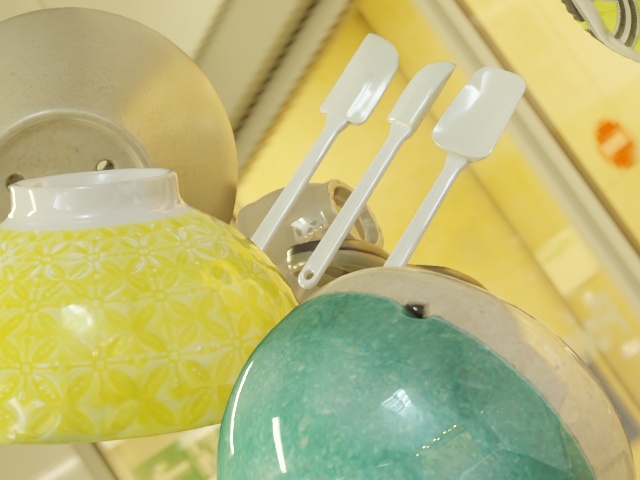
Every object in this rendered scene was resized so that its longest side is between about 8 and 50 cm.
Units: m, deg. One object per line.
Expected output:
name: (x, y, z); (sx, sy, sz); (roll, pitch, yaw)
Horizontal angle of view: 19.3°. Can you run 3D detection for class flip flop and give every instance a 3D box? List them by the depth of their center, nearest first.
flip flop: (0.074, 0.066, 1.916); (0.112, 0.080, 0.277); (-20, -29, 37)

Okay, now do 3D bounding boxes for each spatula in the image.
spatula: (0.045, -0.053, 1.509); (0.242, 0.168, 0.019); (-58, -31, -16)

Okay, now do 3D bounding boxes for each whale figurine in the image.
whale figurine: (0.038, 0.146, 0.815); (0.141, 0.216, 0.272); (-39, -42, -39)

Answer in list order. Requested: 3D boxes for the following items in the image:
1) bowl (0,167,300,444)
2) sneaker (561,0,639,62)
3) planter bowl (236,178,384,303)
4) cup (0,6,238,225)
bowl: (-0.151, 0.033, 1.301); (0.289, 0.156, 0.289); (-4, 8, 1)
sneaker: (0.258, -0.267, 1.577); (0.145, 0.385, 0.147); (-55, 22, -8)
planter bowl: (0.000, 0.000, 2.072); (0.109, 0.162, 0.162); (-36, -9, 24)
cup: (-0.236, -0.051, 1.761); (0.331, 0.331, 0.237); (-34, 10, 0)
